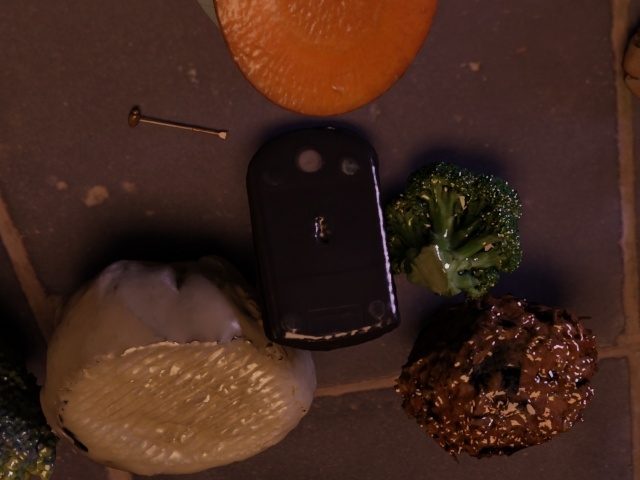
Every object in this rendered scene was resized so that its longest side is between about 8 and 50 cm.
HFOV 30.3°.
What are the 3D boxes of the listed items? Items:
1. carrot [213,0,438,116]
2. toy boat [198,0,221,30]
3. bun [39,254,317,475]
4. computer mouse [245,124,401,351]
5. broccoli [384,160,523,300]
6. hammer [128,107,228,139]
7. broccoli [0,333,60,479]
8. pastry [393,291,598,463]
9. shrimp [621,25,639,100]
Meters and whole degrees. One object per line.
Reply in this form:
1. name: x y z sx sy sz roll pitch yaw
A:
1. carrot: 0.003 -0.285 1.239 0.258 0.100 0.307 -21 127 -12
2. toy boat: -0.045 -0.299 1.296 0.291 0.070 0.210 31 119 -32
3. bun: -0.191 0.149 1.544 0.359 0.211 0.360 -5 137 -5
4. computer mouse: 0.000 0.000 1.444 0.170 0.269 0.100 -7 171 -1
5. broccoli: 0.160 -0.009 1.464 0.195 0.156 0.195 25 137 25
6. hammer: -0.173 -0.140 1.445 0.122 0.014 0.029 9 136 -11
7. broccoli: -0.489 0.228 1.525 0.317 0.338 0.277 -28 133 32
8. pastry: 0.220 0.154 1.525 0.274 0.275 0.193 -23 121 16
9. shrimp: 0.465 -0.256 1.327 0.178 0.075 0.289 12 125 -19
